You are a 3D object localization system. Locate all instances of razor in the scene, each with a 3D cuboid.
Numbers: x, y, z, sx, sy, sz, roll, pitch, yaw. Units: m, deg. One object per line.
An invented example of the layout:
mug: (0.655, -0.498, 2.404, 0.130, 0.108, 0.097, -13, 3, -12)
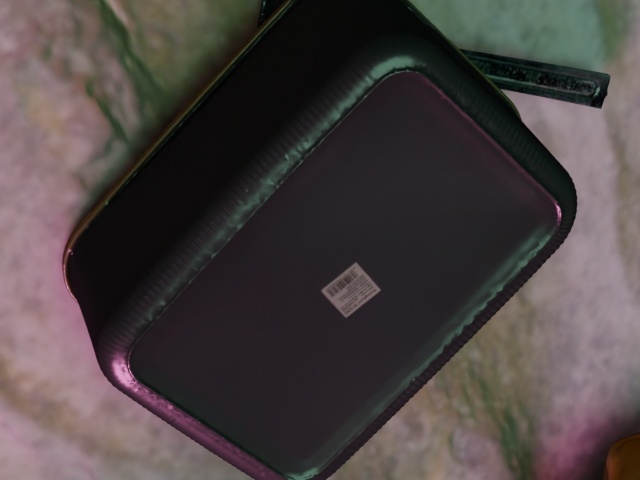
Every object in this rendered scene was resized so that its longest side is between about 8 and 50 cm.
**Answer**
razor: (0.059, -0.082, 0.640, 0.190, 0.033, 0.066, 6, 105, -27)

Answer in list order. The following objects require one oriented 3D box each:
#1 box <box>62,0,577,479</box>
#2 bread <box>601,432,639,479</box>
box: (0.000, 0.000, 0.585, 0.201, 0.090, 0.144, -45, 120, 9)
bread: (0.239, 0.251, 0.735, 0.270, 0.211, 0.316, -8, 107, -21)
